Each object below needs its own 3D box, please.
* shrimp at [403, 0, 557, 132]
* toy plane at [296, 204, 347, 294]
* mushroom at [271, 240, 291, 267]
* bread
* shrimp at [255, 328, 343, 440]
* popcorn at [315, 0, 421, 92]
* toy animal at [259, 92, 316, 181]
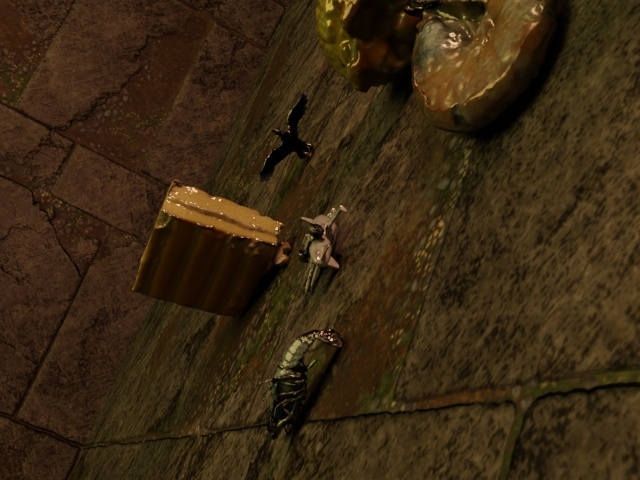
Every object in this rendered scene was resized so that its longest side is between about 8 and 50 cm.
[{"bbox_3d":[0.196,-0.280,1.141,0.221,0.110,0.445,-51,22,19],"label":"shrimp"},{"bbox_3d":[0.000,0.000,1.366,0.171,0.066,0.162,-101,30,-59],"label":"toy plane"},{"bbox_3d":[-0.075,0.027,1.639,0.049,0.019,0.101,-57,16,14],"label":"mushroom"},{"bbox_3d":[-0.220,0.023,1.667,0.111,0.239,0.246,-87,19,-46],"label":"bread"},{"bbox_3d":[-0.037,0.187,1.149,0.174,0.076,0.082,-61,-7,5],"label":"shrimp"},{"bbox_3d":[0.098,-0.367,1.432,0.237,0.206,0.251,-30,44,37],"label":"popcorn"},{"bbox_3d":[-0.063,-0.216,1.858,0.220,0.108,0.062,-66,21,-6],"label":"toy animal"}]
